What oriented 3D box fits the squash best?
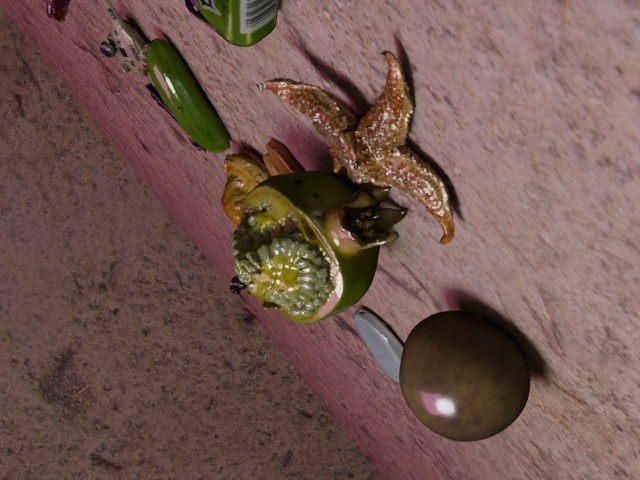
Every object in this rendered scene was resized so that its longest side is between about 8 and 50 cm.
[{"bbox_3d":[-0.285,-0.296,1.591,0.082,0.082,0.292,32,158,50],"label":"squash"}]

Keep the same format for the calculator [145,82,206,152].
[{"bbox_3d":[-0.342,-0.290,1.800,0.165,0.028,0.274,50,177,0],"label":"calculator"}]

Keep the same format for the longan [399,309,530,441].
[{"bbox_3d":[0.222,0.214,1.182,0.220,0.196,0.196,40,164,42],"label":"longan"}]

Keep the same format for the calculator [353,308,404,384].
[{"bbox_3d":[0.172,0.281,1.798,0.295,0.042,0.184,56,164,-22],"label":"calculator"}]

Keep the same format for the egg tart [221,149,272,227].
[{"bbox_3d":[-0.128,-0.053,1.664,0.319,0.128,0.319,47,168,13],"label":"egg tart"}]

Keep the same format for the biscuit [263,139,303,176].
[{"bbox_3d":[-0.030,-0.091,1.467,0.236,0.040,0.144,51,171,3],"label":"biscuit"}]

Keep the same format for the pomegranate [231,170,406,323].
[{"bbox_3d":[0.000,0.000,1.243,0.341,0.260,0.260,-18,115,43],"label":"pomegranate"}]

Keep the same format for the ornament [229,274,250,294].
[{"bbox_3d":[-0.164,0.071,1.955,0.166,0.196,0.153,53,165,-9],"label":"ornament"}]

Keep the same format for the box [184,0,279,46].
[{"bbox_3d":[-0.103,-0.357,0.853,0.134,0.097,0.345,47,166,5],"label":"box"}]

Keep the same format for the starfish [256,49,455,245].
[{"bbox_3d":[0.035,-0.149,1.014,0.293,0.084,0.301,32,162,46],"label":"starfish"}]

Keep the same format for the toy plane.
[{"bbox_3d":[-0.430,-0.458,1.612,0.108,0.092,0.286,17,152,25],"label":"toy plane"}]

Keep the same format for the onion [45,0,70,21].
[{"bbox_3d":[-0.624,-0.624,1.668,0.227,0.120,0.283,46,167,41],"label":"onion"}]
